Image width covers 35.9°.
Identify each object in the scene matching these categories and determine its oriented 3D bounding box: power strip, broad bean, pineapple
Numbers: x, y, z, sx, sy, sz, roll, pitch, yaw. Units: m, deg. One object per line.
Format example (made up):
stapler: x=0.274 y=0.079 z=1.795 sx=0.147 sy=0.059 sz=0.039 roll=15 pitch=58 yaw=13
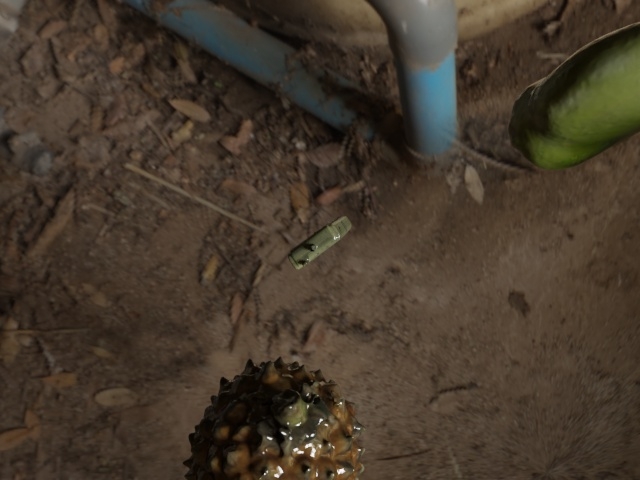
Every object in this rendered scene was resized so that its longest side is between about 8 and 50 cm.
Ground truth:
power strip: x=0.000 y=0.000 z=1.323 sx=0.076 sy=0.169 sz=0.028 roll=-35 pitch=91 yaw=10
broad bean: x=0.365 y=-0.182 z=1.217 sx=0.291 sy=0.238 sz=0.119 roll=-26 pitch=76 yaw=27
pineapple: x=-0.037 y=0.177 z=0.833 sx=0.166 sy=0.193 sz=0.166 roll=5 pitch=55 yaw=-7
